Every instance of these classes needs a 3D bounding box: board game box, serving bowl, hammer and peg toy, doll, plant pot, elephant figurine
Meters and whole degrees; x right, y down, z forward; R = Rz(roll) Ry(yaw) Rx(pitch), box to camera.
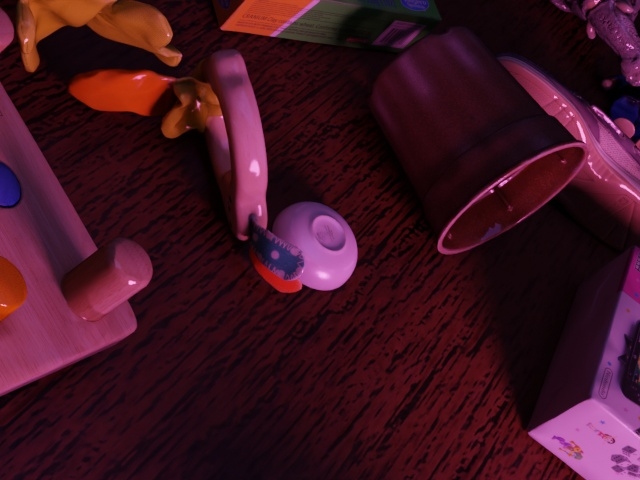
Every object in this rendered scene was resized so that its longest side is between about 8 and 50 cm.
[{"bbox_3d":[-0.031,-0.349,1.111,0.242,0.064,0.317,-1,63,-39],"label":"board game box"},{"bbox_3d":[0.000,0.000,0.929,0.083,0.027,0.083,19,52,-27],"label":"serving bowl"},{"bbox_3d":[-0.270,-0.068,0.642,0.361,0.127,0.266,59,29,5],"label":"hammer and peg toy"},{"bbox_3d":[0.401,-0.158,1.338,0.129,0.046,0.189,36,39,-1],"label":"doll"},{"bbox_3d":[0.136,-0.101,1.020,0.167,0.167,0.165,-15,65,-43],"label":"plant pot"},{"bbox_3d":[0.365,0.182,1.035,0.303,0.097,0.224,39,46,-6],"label":"board game box"},{"bbox_3d":[0.340,-0.337,1.354,0.239,0.169,0.186,39,86,-21],"label":"elephant figurine"}]

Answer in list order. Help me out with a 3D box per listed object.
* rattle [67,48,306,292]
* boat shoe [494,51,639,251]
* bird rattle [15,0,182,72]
[{"bbox_3d":[-0.101,-0.044,0.852,0.142,0.130,0.200,-12,96,-31],"label":"rattle"},{"bbox_3d":[0.271,-0.103,1.166,0.285,0.103,0.092,39,40,-16],"label":"boat shoe"},{"bbox_3d":[-0.183,-0.243,0.799,0.143,0.207,0.253,1,43,-42],"label":"bird rattle"}]
